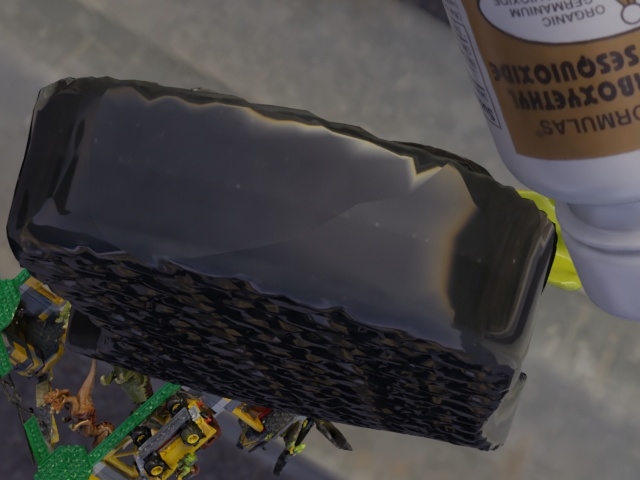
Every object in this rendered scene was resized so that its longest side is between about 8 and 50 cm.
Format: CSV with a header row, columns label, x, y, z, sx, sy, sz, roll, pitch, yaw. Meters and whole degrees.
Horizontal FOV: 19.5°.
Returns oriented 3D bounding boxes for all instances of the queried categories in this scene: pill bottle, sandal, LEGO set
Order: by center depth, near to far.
label,x,y,z,sx,sy,sz,roll,pitch,yaw
sandal,0.002,0.000,0.606,0.167,0.107,0.446,15,171,-2
pill bottle,0.123,-0.087,0.759,0.131,0.131,0.229,-5,122,31
LEGO set,-0.123,0.117,1.500,0.192,0.255,0.331,41,-177,-40

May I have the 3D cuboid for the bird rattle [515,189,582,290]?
label,x,y,z,sx,sy,sz,roll,pitch,yaw
bird rattle,0.244,-0.036,1.575,0.253,0.207,0.143,15,131,-44
